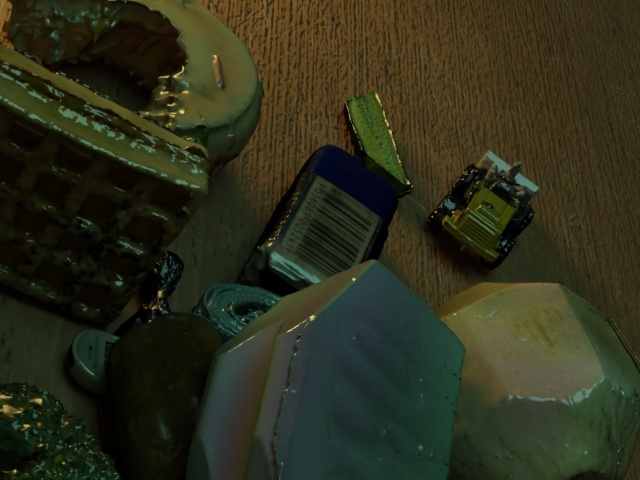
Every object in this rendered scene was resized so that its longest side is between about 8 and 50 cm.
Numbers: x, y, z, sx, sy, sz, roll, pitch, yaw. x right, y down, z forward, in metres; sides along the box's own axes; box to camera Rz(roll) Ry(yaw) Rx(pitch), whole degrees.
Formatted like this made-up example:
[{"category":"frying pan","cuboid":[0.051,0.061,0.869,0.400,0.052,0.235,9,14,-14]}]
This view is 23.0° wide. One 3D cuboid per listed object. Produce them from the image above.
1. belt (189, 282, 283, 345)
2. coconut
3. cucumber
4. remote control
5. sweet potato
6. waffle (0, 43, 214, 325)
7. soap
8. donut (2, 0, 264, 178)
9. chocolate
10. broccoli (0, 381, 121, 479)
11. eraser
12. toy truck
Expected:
[{"category":"belt","cuboid":[-0.085,0.119,1.925,0.163,0.082,0.148,28,24,-7]},{"category":"coconut","cuboid":[0.237,0.209,1.926,0.352,0.352,0.353,24,38,-20]},{"category":"cucumber","cuboid":[0.077,-0.148,2.403,0.070,0.046,0.220,11,43,-31]},{"category":"remote control","cuboid":[-0.191,0.166,1.816,0.221,0.042,0.078,21,40,-22]},{"category":"sweet potato","cuboid":[-0.141,0.253,1.673,0.158,0.158,0.370,12,45,-34]},{"category":"waffle","cuboid":[-0.334,-0.076,1.762,0.376,0.261,0.114,25,32,-20]},{"category":"soap","cuboid":[0.004,0.230,1.618,0.261,0.156,0.446,44,39,-27]},{"category":"donut","cuboid":[-0.240,-0.235,2.118,0.371,0.150,0.307,48,35,11]},{"category":"chocolate","cuboid":[-0.202,0.081,1.891,0.070,0.072,0.147,65,24,-43]},{"category":"broccoli","cuboid":[-0.281,0.268,1.458,0.235,0.260,0.288,18,-5,-8]},{"category":"eraser","cuboid":[0.000,0.000,2.119,0.155,0.101,0.332,35,33,-7]},{"category":"toy truck","cuboid":[0.265,-0.058,2.416,0.136,0.111,0.286,38,33,0]}]
